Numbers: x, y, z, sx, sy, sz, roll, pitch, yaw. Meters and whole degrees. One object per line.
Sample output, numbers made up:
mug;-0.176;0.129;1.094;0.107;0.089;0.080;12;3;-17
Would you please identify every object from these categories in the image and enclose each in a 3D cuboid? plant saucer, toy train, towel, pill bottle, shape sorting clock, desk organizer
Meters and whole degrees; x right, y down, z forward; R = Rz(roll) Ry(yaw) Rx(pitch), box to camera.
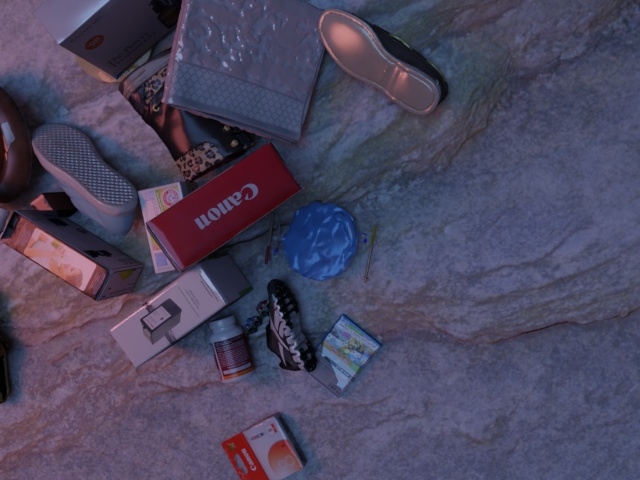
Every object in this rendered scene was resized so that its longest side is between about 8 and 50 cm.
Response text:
plant saucer;-0.842;-0.241;1.592;0.311;0.050;0.310;8;107;29
toy train;-0.137;0.164;1.540;0.036;0.027;0.158;38;100;10
towel;-0.154;-0.399;1.384;0.332;0.053;0.316;13;91;-29
pill bottle;-0.217;0.259;1.534;0.086;0.086;0.151;-16;91;12
shape sorting clock;-0.507;-0.489;1.560;0.207;0.040;0.206;0;90;5
desk organizer;-0.652;-0.087;1.575;0.047;0.130;0.050;-34;89;12

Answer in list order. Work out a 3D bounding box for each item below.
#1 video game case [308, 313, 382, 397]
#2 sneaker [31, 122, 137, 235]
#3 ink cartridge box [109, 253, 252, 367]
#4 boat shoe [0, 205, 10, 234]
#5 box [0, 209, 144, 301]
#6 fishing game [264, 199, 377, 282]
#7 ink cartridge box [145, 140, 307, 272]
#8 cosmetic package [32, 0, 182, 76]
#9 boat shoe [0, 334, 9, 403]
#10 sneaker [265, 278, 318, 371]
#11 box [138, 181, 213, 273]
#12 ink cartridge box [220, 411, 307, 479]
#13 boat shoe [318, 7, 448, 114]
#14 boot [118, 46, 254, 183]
video game case;0.049;0.274;1.517;0.119;0.015;0.166;39;101;7
sneaker;-0.586;-0.141;1.561;0.366;0.135;0.150;43;139;23
ink cartridge box;-0.320;0.159;1.490;0.273;0.198;0.114;-35;88;12
boat shoe;-0.827;-0.098;1.539;0.268;0.096;0.088;32;87;41
box;-0.599;0.032;1.556;0.290;0.169;0.087;31;97;9
fishing game;0.000;0.000;1.496;0.264;0.041;0.188;6;88;17
ink cartridge box;-0.205;-0.069;1.354;0.310;0.272;0.130;-36;97;-13
cosmetic package;-0.389;-0.537;1.386;0.377;0.284;0.097;-39;86;5
boat shoe;-0.865;0.280;1.666;0.105;0.110;0.306;4;105;8
sneaker;-0.094;0.207;1.499;0.106;0.078;0.234;-16;98;29
box;-0.345;-0.034;1.529;0.114;0.103;0.202;-12;92;12
ink cartridge box;-0.145;0.524;1.561;0.179;0.045;0.145;-31;87;10
boat shoe;0.139;-0.403;1.407;0.324;0.097;0.116;38;131;8
boot;-0.239;-0.333;1.470;0.378;0.138;0.284;-30;93;3
